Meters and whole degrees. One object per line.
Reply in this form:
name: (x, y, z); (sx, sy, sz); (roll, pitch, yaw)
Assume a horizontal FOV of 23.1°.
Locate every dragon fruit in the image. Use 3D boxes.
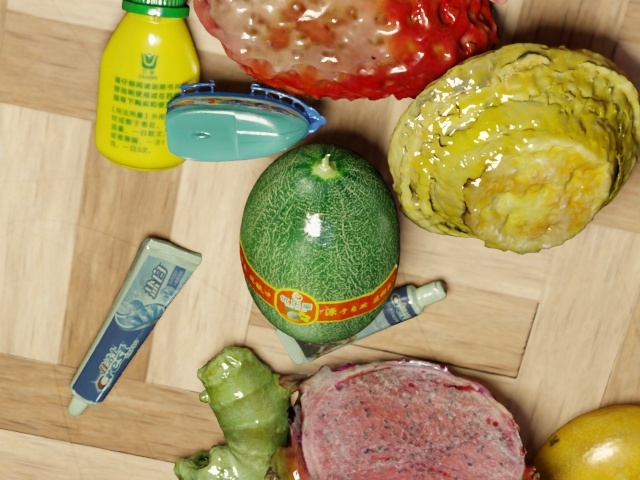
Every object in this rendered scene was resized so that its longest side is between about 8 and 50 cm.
dragon fruit: (0.091, 0.314, 1.865); (0.296, 0.314, 0.263); (-12, 136, -19)

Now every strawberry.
strawberry: (0.032, -0.244, 1.636); (0.336, 0.149, 0.265); (24, 114, -9)

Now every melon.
melon: (0.000, 0.000, 1.720); (0.182, 0.182, 0.288); (2, 141, 3)

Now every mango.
mango: (0.324, 0.297, 1.912); (0.157, 0.109, 0.262); (36, 119, -24)

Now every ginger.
ginger: (-0.106, 0.263, 1.933); (0.137, 0.089, 0.290); (17, 118, 4)

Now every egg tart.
egg tart: (0.219, -0.080, 1.675); (0.294, 0.123, 0.294); (-10, 137, -10)

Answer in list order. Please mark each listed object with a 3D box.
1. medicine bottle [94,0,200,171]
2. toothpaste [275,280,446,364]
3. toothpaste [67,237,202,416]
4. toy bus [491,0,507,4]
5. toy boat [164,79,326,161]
medicine bottle: (-0.181, -0.222, 1.700); (0.111, 0.076, 0.309); (4, 117, -9)
toothpaste: (0.051, 0.094, 1.867); (0.216, 0.037, 0.062); (-21, 115, 19)
toothpaste: (-0.237, 0.110, 1.890); (0.069, 0.047, 0.268); (33, 111, 1)
toy bus: (0.199, -0.452, 1.454); (0.233, 0.203, 0.427); (28, 103, -16)
toy boat: (-0.079, -0.140, 1.714); (0.175, 0.110, 0.091); (1, 123, 5)
